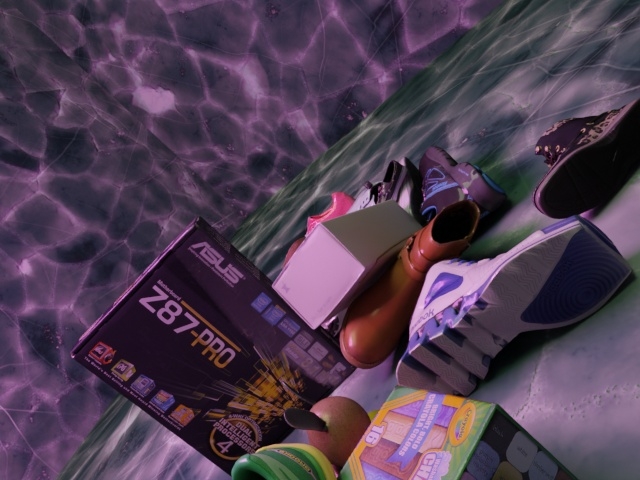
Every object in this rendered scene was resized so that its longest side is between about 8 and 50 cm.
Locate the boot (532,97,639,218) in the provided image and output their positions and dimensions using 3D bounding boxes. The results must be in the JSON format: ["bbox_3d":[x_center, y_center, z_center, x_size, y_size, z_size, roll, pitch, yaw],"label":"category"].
[{"bbox_3d":[0.389,-0.122,0.862,0.236,0.085,0.178,-42,11,-6],"label":"boot"}]

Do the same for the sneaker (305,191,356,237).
[{"bbox_3d":[0.000,0.000,1.521,0.314,0.136,0.116,-52,13,8],"label":"sneaker"}]

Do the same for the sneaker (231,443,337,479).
[{"bbox_3d":[-0.029,0.328,0.487,0.109,0.123,0.296,-48,41,29],"label":"sneaker"}]

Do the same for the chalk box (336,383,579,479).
[{"bbox_3d":[0.137,0.236,0.519,0.132,0.132,0.213,-52,14,-20],"label":"chalk box"}]

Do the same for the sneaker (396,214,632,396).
[{"bbox_3d":[0.222,0.064,0.747,0.315,0.127,0.182,-43,17,22],"label":"sneaker"}]

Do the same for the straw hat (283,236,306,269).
[{"bbox_3d":[-0.042,0.068,1.623,0.061,0.145,0.144,22,63,34],"label":"straw hat"}]

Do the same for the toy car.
[{"bbox_3d":[0.017,0.256,0.692,0.149,0.188,0.155,-46,14,1],"label":"toy car"}]

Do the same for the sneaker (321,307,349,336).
[{"bbox_3d":[-0.039,0.212,1.224,0.279,0.107,0.118,-35,0,30],"label":"sneaker"}]

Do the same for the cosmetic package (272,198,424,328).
[{"bbox_3d":[0.067,0.031,1.029,0.160,0.113,0.309,-53,-15,29],"label":"cosmetic package"}]

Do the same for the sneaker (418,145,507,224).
[{"bbox_3d":[0.247,-0.101,1.134,0.140,0.125,0.341,-49,11,9],"label":"sneaker"}]

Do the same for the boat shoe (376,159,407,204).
[{"bbox_3d":[0.146,-0.113,1.213,0.049,0.040,0.142,-16,44,57],"label":"boat shoe"}]

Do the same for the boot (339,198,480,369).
[{"bbox_3d":[0.151,0.068,0.899,0.283,0.109,0.220,-41,-11,-33],"label":"boot"}]

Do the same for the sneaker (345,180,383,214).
[{"bbox_3d":[0.092,-0.039,1.371,0.256,0.094,0.151,-61,3,-15],"label":"sneaker"}]

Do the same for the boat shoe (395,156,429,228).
[{"bbox_3d":[0.195,-0.090,1.277,0.103,0.118,0.320,-36,25,27],"label":"boat shoe"}]

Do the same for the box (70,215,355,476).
[{"bbox_3d":[-0.185,0.202,1.008,0.318,0.395,0.097,-45,14,3],"label":"box"}]
